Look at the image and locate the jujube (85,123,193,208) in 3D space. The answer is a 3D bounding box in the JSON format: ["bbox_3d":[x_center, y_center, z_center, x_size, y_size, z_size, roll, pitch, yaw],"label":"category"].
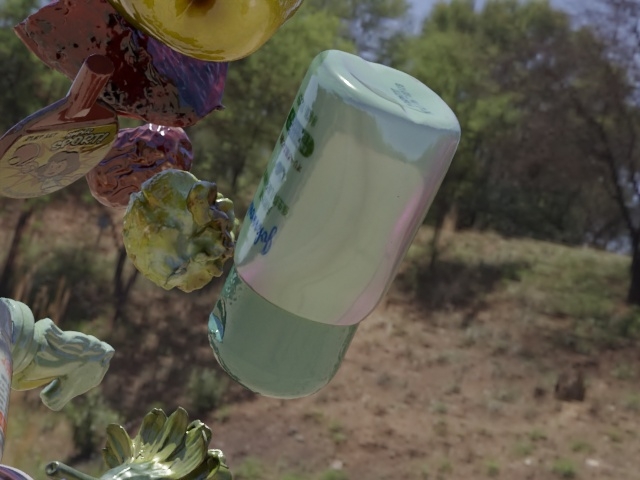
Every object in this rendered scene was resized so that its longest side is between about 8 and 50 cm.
[{"bbox_3d":[-0.351,-0.148,2.333,0.230,0.155,0.155,-13,-20,26],"label":"jujube"}]

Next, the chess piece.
[{"bbox_3d":[-0.569,0.245,2.467,0.175,0.176,0.298,7,-18,45],"label":"chess piece"}]

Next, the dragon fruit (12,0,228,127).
[{"bbox_3d":[-0.278,-0.326,1.921,0.228,0.329,0.286,-25,-67,34],"label":"dragon fruit"}]

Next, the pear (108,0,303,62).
[{"bbox_3d":[-0.163,-0.439,1.612,0.362,0.418,0.362,-1,-38,-1],"label":"pear"}]

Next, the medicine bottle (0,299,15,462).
[{"bbox_3d":[-0.462,0.181,1.519,0.144,0.144,0.252,18,35,-23],"label":"medicine bottle"}]

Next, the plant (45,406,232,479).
[{"bbox_3d":[-0.268,0.401,1.866,0.261,0.306,0.297,6,-26,5],"label":"plant"}]

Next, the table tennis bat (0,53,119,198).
[{"bbox_3d":[-0.373,-0.158,1.733,0.200,0.038,0.310,-14,-23,-40],"label":"table tennis bat"}]

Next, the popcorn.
[{"bbox_3d":[-0.212,-0.020,1.870,0.198,0.198,0.212,20,-34,-36],"label":"popcorn"}]

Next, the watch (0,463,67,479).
[{"bbox_3d":[-0.458,0.435,1.670,0.217,0.249,0.211,14,-11,2],"label":"watch"}]

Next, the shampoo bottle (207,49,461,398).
[{"bbox_3d":[0.000,0.000,1.195,0.151,0.350,0.222,13,24,-25],"label":"shampoo bottle"}]
